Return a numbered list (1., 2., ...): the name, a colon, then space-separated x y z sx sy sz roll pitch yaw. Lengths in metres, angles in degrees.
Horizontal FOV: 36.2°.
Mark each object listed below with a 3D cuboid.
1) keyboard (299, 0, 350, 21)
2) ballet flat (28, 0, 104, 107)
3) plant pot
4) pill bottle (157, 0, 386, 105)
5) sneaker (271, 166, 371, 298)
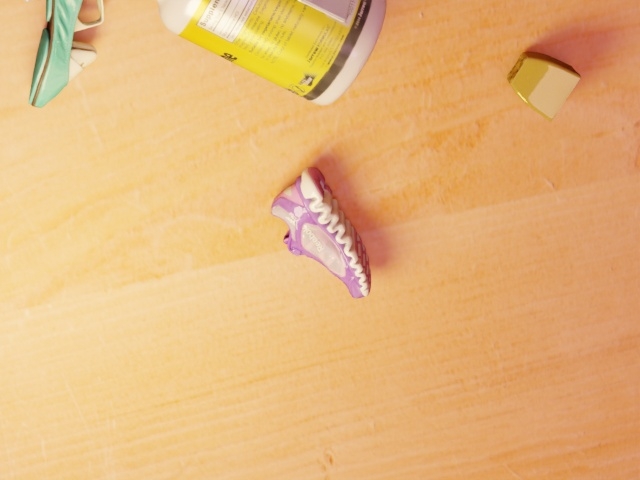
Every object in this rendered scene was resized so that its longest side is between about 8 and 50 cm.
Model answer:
1. keyboard: 0.024 -0.401 1.290 0.072 0.256 0.014 25 150 -24
2. ballet flat: -0.349 -0.292 1.362 0.087 0.083 0.247 6 117 -21
3. plant pot: 0.332 -0.243 1.487 0.083 0.081 0.081 27 110 -9
4. pill bottle: -0.095 -0.332 1.317 0.334 0.188 0.188 25 111 -18
5. sneaker: 0.000 0.000 1.560 0.105 0.095 0.236 -26 113 13
